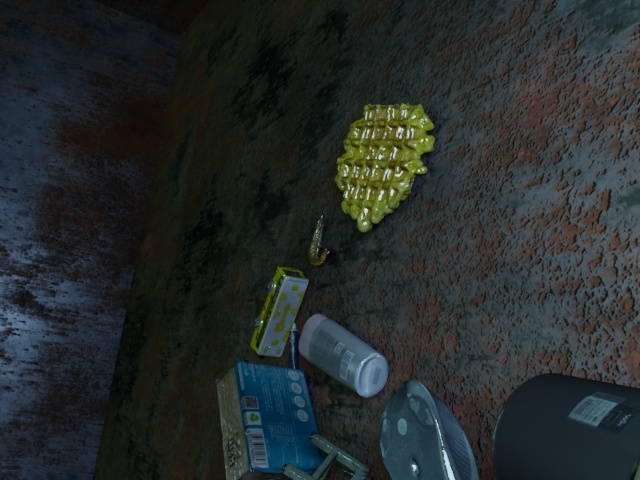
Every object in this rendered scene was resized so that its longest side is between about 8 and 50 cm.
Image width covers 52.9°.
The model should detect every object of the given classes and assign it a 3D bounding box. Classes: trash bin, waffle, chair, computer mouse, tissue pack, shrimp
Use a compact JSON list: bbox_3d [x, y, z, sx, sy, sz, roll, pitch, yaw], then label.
[{"bbox_3d":[0.345,0.250,0.645,0.333,0.214,0.214,-7,71,65],"label":"trash bin"},{"bbox_3d":[0.127,-0.183,1.396,0.307,0.060,0.312,-56,36,30],"label":"waffle"},{"bbox_3d":[0.048,0.495,1.162,0.270,0.147,0.136,28,108,17],"label":"chair"},{"bbox_3d":[0.189,0.395,0.982,0.167,0.090,0.380,-50,43,47],"label":"computer mouse"},{"bbox_3d":[-0.114,0.409,1.399,0.134,0.192,0.271,-53,35,32],"label":"tissue pack"},{"bbox_3d":[0.000,0.000,1.567,0.091,0.025,0.127,8,88,61],"label":"shrimp"}]

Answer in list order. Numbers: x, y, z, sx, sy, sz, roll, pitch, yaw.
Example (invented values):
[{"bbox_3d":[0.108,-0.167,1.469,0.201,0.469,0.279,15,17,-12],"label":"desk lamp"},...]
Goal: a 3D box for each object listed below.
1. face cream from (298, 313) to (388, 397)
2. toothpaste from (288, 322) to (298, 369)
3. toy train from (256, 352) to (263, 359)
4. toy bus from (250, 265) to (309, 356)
[{"bbox_3d":[0.039,0.233,1.335,0.269,0.073,0.107,19,88,61],"label":"face cream"},{"bbox_3d":[-0.066,0.269,1.561,0.037,0.021,0.140,-28,55,52],"label":"toothpaste"},{"bbox_3d":[-0.169,0.287,1.737,0.017,0.017,0.083,-61,31,21],"label":"toy train"},{"bbox_3d":[-0.107,0.179,1.613,0.074,0.081,0.226,41,113,58],"label":"toy bus"}]
